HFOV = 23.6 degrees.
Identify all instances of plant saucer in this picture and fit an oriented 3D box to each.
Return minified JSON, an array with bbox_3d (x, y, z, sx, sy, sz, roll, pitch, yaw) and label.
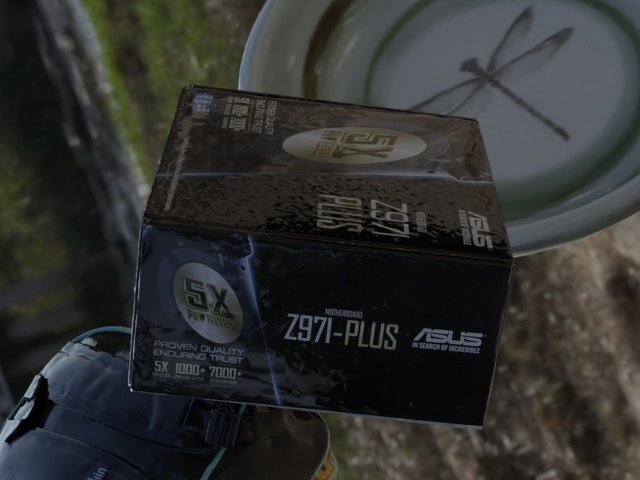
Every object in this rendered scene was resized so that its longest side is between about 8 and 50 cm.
[{"bbox_3d":[0.139,-0.129,1.195,0.400,0.400,0.100,59,176,40],"label":"plant saucer"}]

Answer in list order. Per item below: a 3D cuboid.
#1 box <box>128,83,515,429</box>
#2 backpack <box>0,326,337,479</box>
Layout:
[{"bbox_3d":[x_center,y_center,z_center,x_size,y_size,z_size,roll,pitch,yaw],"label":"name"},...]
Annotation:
[{"bbox_3d":[0.000,0.000,0.678,0.180,0.147,0.077,-86,4,-67],"label":"box"},{"bbox_3d":[-0.097,0.139,0.866,0.188,0.166,0.144,14,161,41],"label":"backpack"}]
